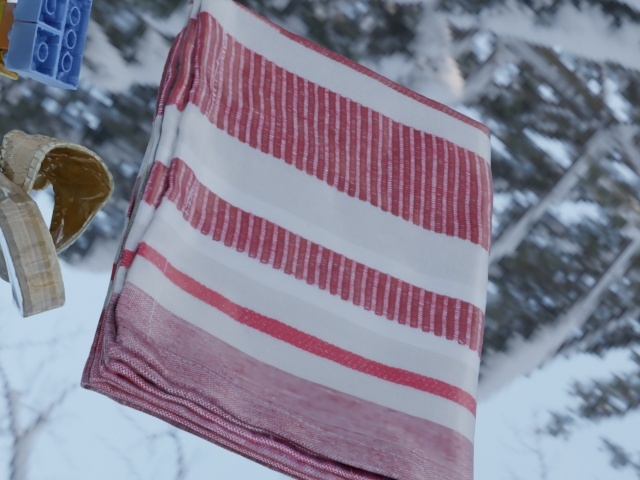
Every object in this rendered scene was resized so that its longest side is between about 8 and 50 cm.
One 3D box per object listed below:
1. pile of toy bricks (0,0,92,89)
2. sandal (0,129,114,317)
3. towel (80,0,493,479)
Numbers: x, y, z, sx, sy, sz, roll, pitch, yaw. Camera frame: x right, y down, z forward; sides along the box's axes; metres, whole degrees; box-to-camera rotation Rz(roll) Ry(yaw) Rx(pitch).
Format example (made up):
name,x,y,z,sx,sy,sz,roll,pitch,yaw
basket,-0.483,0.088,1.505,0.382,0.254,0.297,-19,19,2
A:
name,x,y,z,sx,sy,sz,roll,pitch,yaw
pile of toy bricks,-0.127,-0.147,0.588,0.105,0.118,0.212,8,-93,23
sandal,-0.154,-0.019,1.027,0.079,0.088,0.240,-15,-159,-14
towel,0.000,0.000,1.071,0.037,0.237,0.329,-49,-157,43
